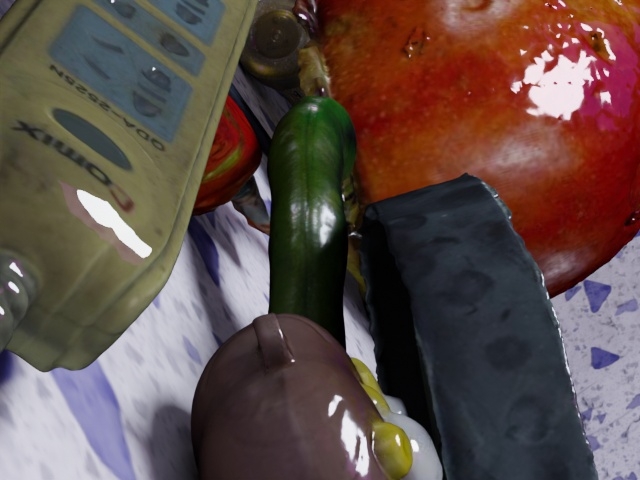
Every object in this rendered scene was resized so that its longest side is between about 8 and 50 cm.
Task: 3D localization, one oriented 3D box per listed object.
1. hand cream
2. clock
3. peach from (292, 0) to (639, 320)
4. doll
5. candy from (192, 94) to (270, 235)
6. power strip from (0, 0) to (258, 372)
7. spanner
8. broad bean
[{"bbox_3d":[-0.022,-0.170,1.353,0.084,0.084,0.203,63,4,15],"label":"hand cream"},{"bbox_3d":[0.080,0.123,0.696,0.312,0.061,0.313,168,-90,-87],"label":"clock"},{"bbox_3d":[0.129,-0.113,1.203,0.353,0.416,0.339,12,-47,45],"label":"peach"},{"bbox_3d":[0.006,0.109,0.578,0.188,0.096,0.145,67,4,-50],"label":"doll"},{"bbox_3d":[-0.086,-0.073,0.739,0.086,0.059,0.292,64,9,29],"label":"candy"},{"bbox_3d":[-0.081,-0.067,0.535,0.092,0.066,0.387,37,27,-16],"label":"power strip"},{"bbox_3d":[-0.086,-0.139,1.094,0.208,0.012,0.046,54,10,-35],"label":"spanner"},{"bbox_3d":[0.000,0.000,0.782,0.292,0.049,0.144,-80,160,-61],"label":"broad bean"}]
